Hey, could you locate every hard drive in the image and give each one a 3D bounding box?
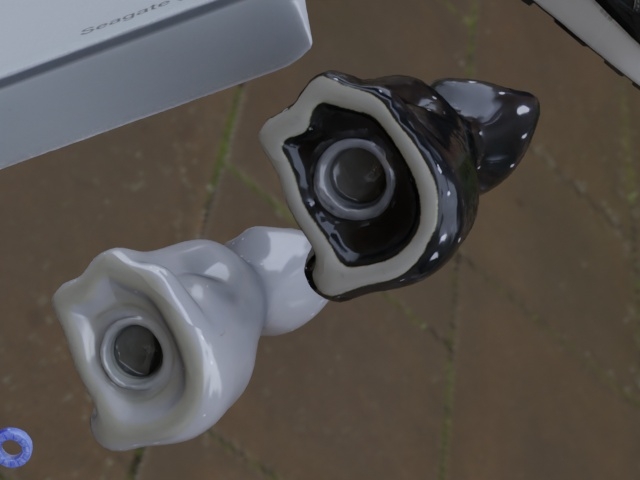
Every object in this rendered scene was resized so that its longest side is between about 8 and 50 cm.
[{"bbox_3d":[-0.130,-0.148,0.913,0.353,0.233,0.047,-99,168,-62],"label":"hard drive"}]

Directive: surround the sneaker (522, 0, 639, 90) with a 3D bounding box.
[{"bbox_3d":[0.131,-0.134,0.586,0.283,0.124,0.107,27,64,-3],"label":"sneaker"}]

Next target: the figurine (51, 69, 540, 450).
[{"bbox_3d":[0.000,0.000,0.761,0.092,0.215,0.209,55,24,5],"label":"figurine"}]

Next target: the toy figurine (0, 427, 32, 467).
[{"bbox_3d":[-0.375,0.216,1.453,0.217,0.362,0.191,5,18,-11],"label":"toy figurine"}]
